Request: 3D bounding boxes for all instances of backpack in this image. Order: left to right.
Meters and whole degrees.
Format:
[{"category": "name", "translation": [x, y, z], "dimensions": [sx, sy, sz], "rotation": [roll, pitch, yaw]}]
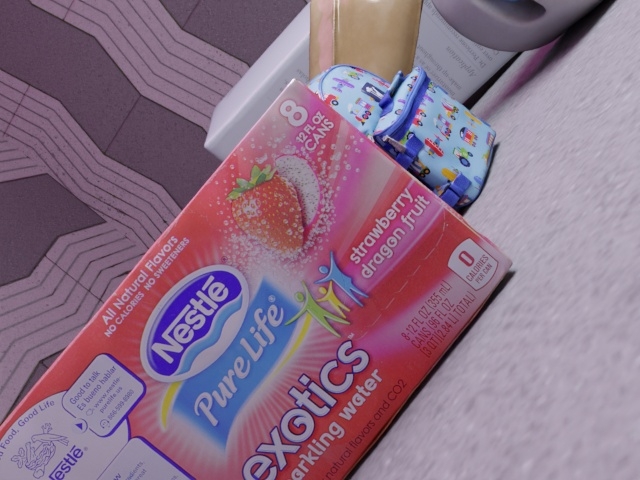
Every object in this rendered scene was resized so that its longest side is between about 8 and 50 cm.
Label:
[{"category": "backpack", "translation": [0.049, -0.088, 0.590], "dimensions": [0.117, 0.173, 0.158], "rotation": [-47, 4, 39]}]

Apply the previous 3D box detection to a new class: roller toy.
[{"category": "roller toy", "translation": [0.210, -0.300, 0.666], "dimensions": [0.209, 0.191, 0.146], "rotation": [-14, -7, -14]}]

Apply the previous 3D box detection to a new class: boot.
[{"category": "boot", "translation": [-0.003, -0.142, 0.751], "dimensions": [0.089, 0.236, 0.270], "rotation": [16, -104, -67]}]

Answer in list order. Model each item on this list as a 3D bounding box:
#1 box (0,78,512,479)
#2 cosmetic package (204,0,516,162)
[{"category": "box", "translation": [-0.057, 0.078, 0.394], "dimensions": [0.300, 0.154, 0.142], "rotation": [-51, 4, -4]}, {"category": "cosmetic package", "translation": [0.066, -0.247, 0.973], "dimensions": [0.453, 0.230, 0.161], "rotation": [-42, 25, 20]}]
